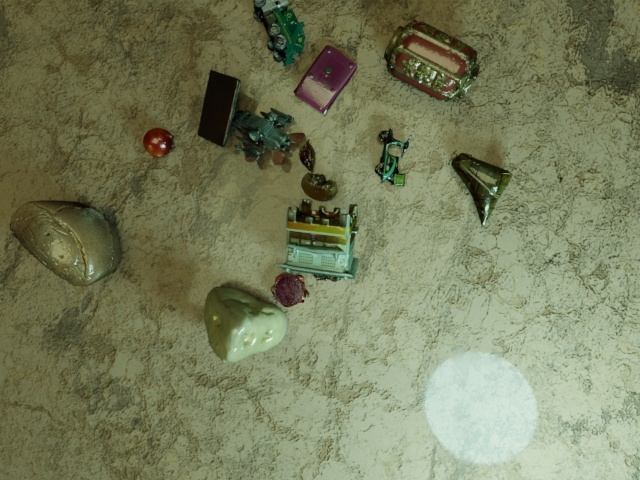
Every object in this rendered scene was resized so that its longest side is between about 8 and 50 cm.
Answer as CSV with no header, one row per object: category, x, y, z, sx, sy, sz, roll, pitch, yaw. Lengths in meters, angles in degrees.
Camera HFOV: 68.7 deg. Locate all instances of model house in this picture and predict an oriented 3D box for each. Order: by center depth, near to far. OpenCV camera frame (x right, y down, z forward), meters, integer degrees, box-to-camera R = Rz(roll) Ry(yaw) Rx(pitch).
model house,0.000,0.000,1.391,0.225,0.198,0.215,6,103,10

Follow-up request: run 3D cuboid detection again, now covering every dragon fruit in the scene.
dragon fruit,-0.091,0.157,1.481,0.127,0.068,0.112,-24,74,17

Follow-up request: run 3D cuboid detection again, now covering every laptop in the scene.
laptop,-0.311,-0.403,1.430,0.154,0.026,0.207,29,111,36

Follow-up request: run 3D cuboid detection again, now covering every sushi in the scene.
sushi,-0.042,-0.264,1.466,0.051,0.047,0.099,-14,90,7

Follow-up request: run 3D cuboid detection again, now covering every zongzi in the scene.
zongzi,0.457,-0.159,1.428,0.187,0.084,0.184,26,104,9

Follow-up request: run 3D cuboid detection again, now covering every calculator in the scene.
calculator,0.016,-0.505,1.460,0.127,0.034,0.190,35,93,3

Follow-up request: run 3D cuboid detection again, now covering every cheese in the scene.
cheese,-0.248,0.250,1.459,0.248,0.252,0.173,32,110,37

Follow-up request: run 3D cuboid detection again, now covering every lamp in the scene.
lamp,0.326,-0.526,1.375,0.274,0.177,0.177,29,94,4

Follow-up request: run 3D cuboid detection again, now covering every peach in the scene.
peach,-0.519,-0.313,1.488,0.098,0.061,0.098,0,87,9

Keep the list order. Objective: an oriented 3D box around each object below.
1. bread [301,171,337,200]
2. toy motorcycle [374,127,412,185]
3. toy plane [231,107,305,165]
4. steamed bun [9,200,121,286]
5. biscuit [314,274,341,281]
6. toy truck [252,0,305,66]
bread,-0.005,-0.167,1.455,0.113,0.082,0.060,21,52,0
toy motorcycle,0.222,-0.258,1.446,0.100,0.058,0.173,5,94,-4
toy plane,-0.217,-0.359,1.446,0.327,0.104,0.222,35,67,5
steamed bun,-0.753,-0.014,1.437,0.301,0.251,0.199,41,84,-2
biscuit,0.025,0.102,1.486,0.087,0.027,0.089,45,93,3
toy truck,-0.119,-0.658,1.430,0.116,0.110,0.215,-26,90,-8
